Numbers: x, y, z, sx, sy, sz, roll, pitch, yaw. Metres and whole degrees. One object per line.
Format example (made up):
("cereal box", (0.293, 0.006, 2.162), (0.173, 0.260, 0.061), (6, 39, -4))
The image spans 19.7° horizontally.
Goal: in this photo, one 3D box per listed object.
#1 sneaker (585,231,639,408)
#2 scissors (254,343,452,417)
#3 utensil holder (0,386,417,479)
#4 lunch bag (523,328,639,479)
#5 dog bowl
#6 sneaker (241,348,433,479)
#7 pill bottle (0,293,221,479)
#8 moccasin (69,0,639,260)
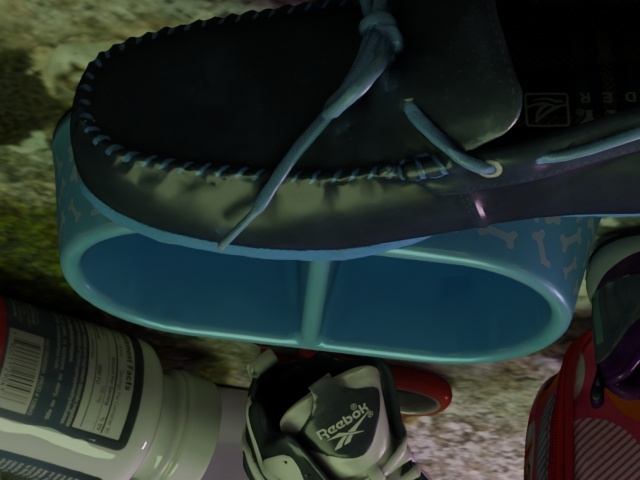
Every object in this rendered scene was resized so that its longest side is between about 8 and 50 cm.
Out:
("sneaker", (0.251, 0.044, 0.977), (0.224, 0.098, 0.083), (-8, 151, 27))
("scissors", (-0.034, 0.069, 1.178), (0.109, 0.021, 0.297), (-17, 147, 42))
("utensil holder", (-0.102, 0.340, 1.332), (0.328, 0.385, 0.327), (6, 154, 3))
("lunch bag", (0.263, 0.193, 1.094), (0.293, 0.258, 0.120), (9, 154, -6))
("dog bowl", (0.000, 0.000, 0.973), (0.297, 0.074, 0.166), (7, 154, 0))
("sneaker", (0.031, 0.149, 1.127), (0.094, 0.235, 0.153), (-33, 144, -16))
("pill bottle", (-0.161, 0.104, 1.179), (0.180, 0.108, 0.108), (20, 150, -26))
("moccasin", (0.064, -0.077, 0.773), (0.342, 0.137, 0.117), (-7, 150, -5))
